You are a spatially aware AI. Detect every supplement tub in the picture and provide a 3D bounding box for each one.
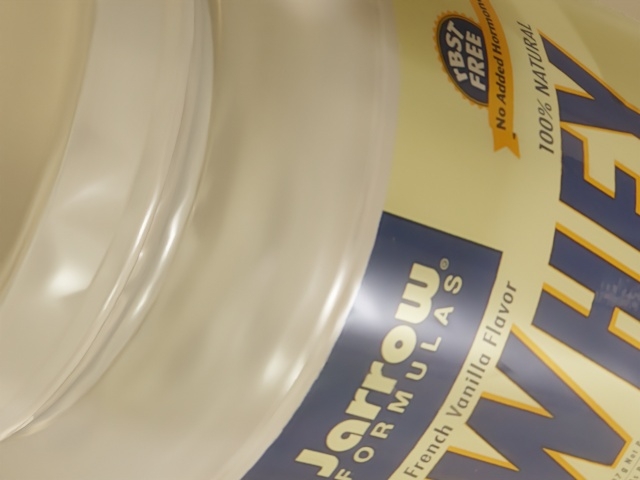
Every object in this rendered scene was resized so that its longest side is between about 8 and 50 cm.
[{"bbox_3d":[0.000,0.000,0.666,0.325,0.235,0.235,17,82,-37],"label":"supplement tub"}]
